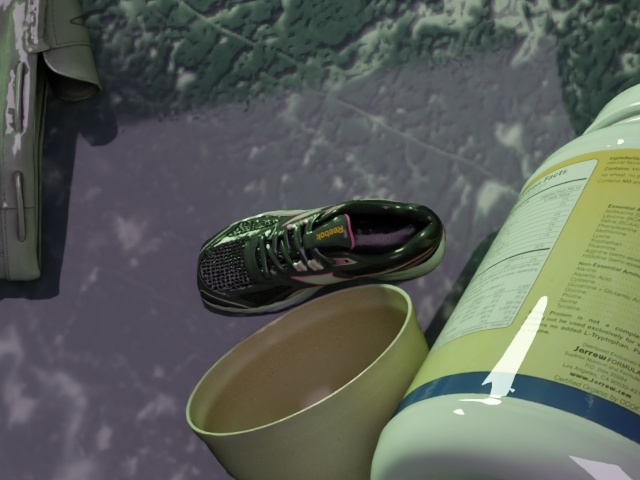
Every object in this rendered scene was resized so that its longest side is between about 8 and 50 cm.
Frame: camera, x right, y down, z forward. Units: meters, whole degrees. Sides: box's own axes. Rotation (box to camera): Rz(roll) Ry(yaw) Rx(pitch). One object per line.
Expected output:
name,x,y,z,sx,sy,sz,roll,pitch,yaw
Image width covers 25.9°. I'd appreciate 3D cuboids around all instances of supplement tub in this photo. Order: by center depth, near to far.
supplement tub,0.192,0.073,0.830,0.228,0.228,0.316,32,57,4

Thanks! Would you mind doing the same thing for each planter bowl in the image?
planter bowl,0.009,0.118,0.899,0.162,0.162,0.109,-31,109,-7

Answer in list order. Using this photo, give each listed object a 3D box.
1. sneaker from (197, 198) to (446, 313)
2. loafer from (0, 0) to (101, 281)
sneaker,0.000,0.000,0.949,0.178,0.077,0.072,-15,78,-4
loafer,-0.202,-0.128,0.957,0.111,0.112,0.320,14,86,-4
